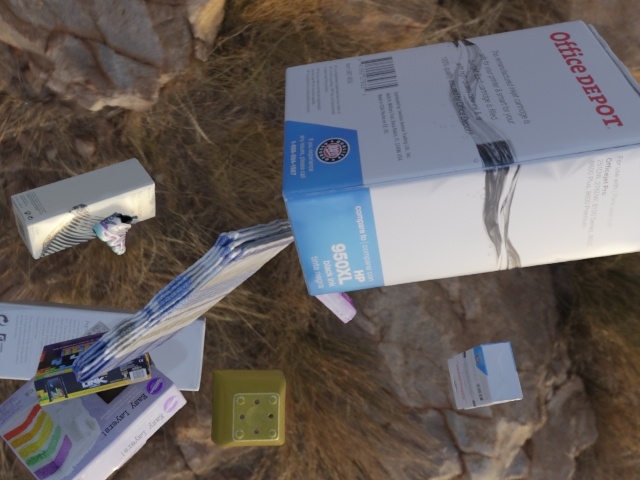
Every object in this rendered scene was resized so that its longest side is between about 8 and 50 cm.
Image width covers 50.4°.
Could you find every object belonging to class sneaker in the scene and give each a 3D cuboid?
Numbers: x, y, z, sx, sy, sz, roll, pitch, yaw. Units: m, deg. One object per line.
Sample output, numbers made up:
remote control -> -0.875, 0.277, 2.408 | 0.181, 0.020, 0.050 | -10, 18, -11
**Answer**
sneaker -> -0.333, -0.017, 1.144 | 0.069, 0.098, 0.038 | -41, 71, -9

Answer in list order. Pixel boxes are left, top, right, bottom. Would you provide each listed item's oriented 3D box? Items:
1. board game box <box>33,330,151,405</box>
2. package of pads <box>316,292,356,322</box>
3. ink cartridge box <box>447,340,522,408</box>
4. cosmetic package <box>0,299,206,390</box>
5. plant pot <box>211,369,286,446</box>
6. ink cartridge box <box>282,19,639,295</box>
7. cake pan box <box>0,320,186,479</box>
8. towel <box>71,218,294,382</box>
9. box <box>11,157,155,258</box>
board game box -> -0.366, 0.197, 1.106 | 0.170, 0.141, 0.048 | -12, 108, -14
package of pads -> 0.020, 0.092, 1.107 | 0.032, 0.050, 0.083 | -42, 111, 11
ink cartridge box -> 0.141, 0.119, 0.591 | 0.028, 0.083, 0.048 | -5, 74, -12
cosmetic package -> -0.498, 0.236, 1.559 | 0.452, 0.230, 0.162 | 6, 86, -9
plant pot -> -0.074, 0.185, 0.735 | 0.081, 0.083, 0.082 | 2, 85, -12
ink cartridge box -> 0.162, -0.108, 0.829 | 0.394, 0.286, 0.166 | -8, 131, 6
cake pan box -> -0.403, 0.290, 1.183 | 0.267, 0.245, 0.070 | -42, 142, -24
towel -> -0.161, 0.069, 0.857 | 0.285, 0.209, 0.034 | -39, 83, 19
box -> -0.492, -0.071, 1.433 | 0.275, 0.094, 0.113 | -24, 147, -29
